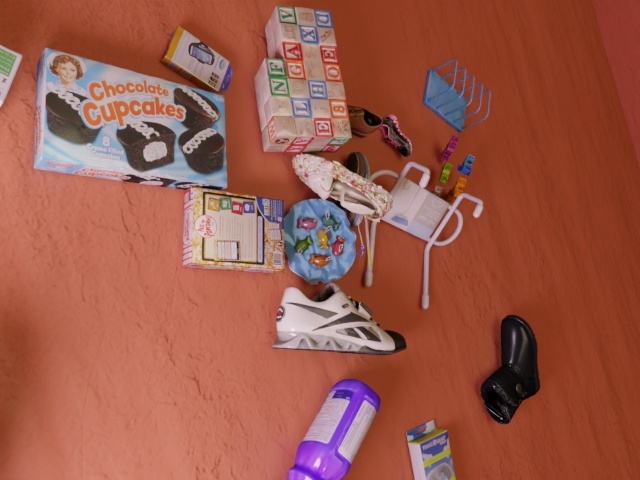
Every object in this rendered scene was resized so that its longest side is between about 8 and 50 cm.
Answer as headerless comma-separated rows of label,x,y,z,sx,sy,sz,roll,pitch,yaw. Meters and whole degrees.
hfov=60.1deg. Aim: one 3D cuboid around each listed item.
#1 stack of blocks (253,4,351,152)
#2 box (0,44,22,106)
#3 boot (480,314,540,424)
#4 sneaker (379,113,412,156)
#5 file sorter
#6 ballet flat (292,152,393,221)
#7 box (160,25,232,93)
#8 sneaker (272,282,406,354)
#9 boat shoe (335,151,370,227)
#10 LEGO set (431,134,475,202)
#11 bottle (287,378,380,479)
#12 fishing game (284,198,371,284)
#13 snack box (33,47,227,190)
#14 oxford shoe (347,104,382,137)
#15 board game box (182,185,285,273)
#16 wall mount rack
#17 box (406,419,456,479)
stack of blocks,-0.048,-0.343,1.183,0.171,0.087,0.297,-3,78,-24
box,-0.506,-0.240,0.797,0.101,0.102,0.087,24,67,-35
boot,0.511,0.349,1.506,0.207,0.094,0.246,-18,98,-45
sneaker,0.189,-0.262,1.422,0.057,0.047,0.119,-36,95,-32
file sorter,0.395,-0.416,1.586,0.170,0.104,0.118,28,64,-32
ballet flat,0.044,-0.112,1.186,0.241,0.091,0.077,23,53,-2
box,-0.239,-0.349,1.095,0.136,0.028,0.081,31,61,-33
sneaker,0.057,0.165,1.156,0.331,0.122,0.146,14,73,-37
boat shoe,0.068,-0.124,1.270,0.066,0.066,0.183,14,71,-35
LEGO set,0.354,-0.161,1.515,0.087,0.093,0.227,23,67,1
bottle,0.013,0.404,1.064,0.092,0.118,0.283,43,54,-11
fishing game,0.000,0.000,1.173,0.264,0.041,0.189,5,78,-27
snack box,-0.319,-0.197,0.969,0.322,0.060,0.187,5,76,-39
oxford shoe,0.058,-0.297,1.298,0.212,0.076,0.076,1,81,-38
board game box,-0.162,-0.016,1.054,0.193,0.045,0.146,7,76,-32
wall mount rack,0.232,-0.013,1.351,0.350,0.130,0.304,23,102,-33
box,0.263,0.525,1.294,0.109,0.042,0.178,-6,84,-41
